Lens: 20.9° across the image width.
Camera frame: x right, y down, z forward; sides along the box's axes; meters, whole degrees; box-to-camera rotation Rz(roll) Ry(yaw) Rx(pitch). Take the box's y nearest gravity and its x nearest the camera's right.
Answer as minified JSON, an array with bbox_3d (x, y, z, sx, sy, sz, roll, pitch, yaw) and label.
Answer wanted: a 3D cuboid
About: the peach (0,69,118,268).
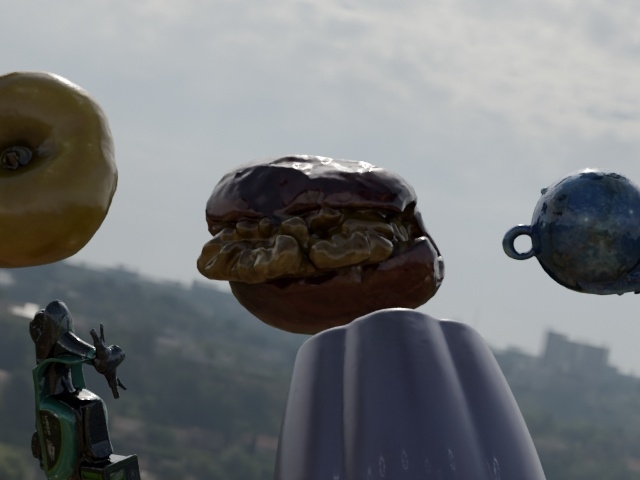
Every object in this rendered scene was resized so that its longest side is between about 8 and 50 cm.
[{"bbox_3d":[-0.261,-0.061,1.502,0.179,0.179,0.103,11,-18,13],"label":"peach"}]

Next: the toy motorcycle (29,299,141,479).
[{"bbox_3d":[-0.203,0.136,1.470,0.100,0.173,0.058,2,12,40],"label":"toy motorcycle"}]

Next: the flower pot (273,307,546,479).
[{"bbox_3d":[0.076,0.207,1.523,0.265,0.243,0.265,-2,-39,-2],"label":"flower pot"}]

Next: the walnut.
[{"bbox_3d":[0.000,0.000,2.052,0.269,0.221,0.244,-8,-4,22],"label":"walnut"}]

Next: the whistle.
[{"bbox_3d":[0.195,-0.008,1.118,0.158,0.090,0.090,-9,-4,1],"label":"whistle"}]
